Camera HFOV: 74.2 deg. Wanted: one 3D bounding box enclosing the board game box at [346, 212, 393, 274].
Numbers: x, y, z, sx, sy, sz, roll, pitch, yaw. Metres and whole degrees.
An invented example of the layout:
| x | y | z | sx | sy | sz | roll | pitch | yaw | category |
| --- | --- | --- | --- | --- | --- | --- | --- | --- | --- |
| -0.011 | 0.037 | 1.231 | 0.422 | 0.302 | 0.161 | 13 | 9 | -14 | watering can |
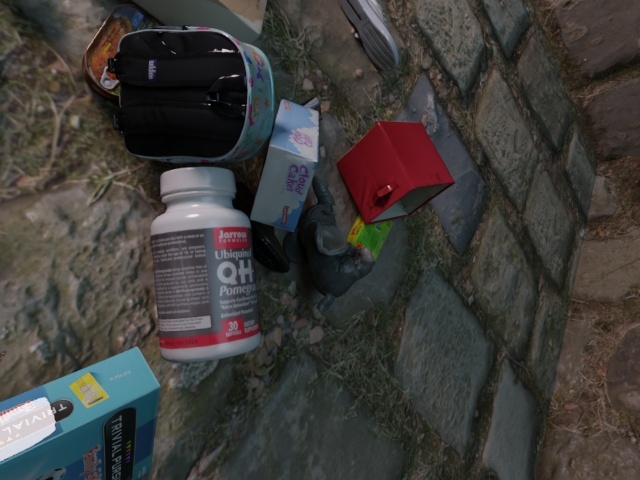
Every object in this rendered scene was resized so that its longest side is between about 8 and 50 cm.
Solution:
| x | y | z | sx | sy | sz | roll | pitch | yaw | category |
| --- | --- | --- | --- | --- | --- | --- | --- | --- | --- |
| 0.126 | -0.007 | 1.145 | 0.092 | 0.043 | 0.181 | 46 | 57 | -27 | board game box |

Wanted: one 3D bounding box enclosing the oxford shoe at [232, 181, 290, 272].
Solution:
| x | y | z | sx | sy | sz | roll | pitch | yaw | category |
| --- | --- | --- | --- | --- | --- | --- | --- | --- | --- |
| -0.124 | -0.029 | 0.903 | 0.227 | 0.082 | 0.096 | 57 | 48 | -21 | oxford shoe |

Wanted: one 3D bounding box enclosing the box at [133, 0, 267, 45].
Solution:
| x | y | z | sx | sy | sz | roll | pitch | yaw | category |
| --- | --- | --- | --- | --- | --- | --- | --- | --- | --- |
| -0.261 | -0.490 | 0.795 | 0.311 | 0.121 | 0.148 | 27 | 51 | -36 | box |

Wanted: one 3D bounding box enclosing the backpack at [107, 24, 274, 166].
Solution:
| x | y | z | sx | sy | sz | roll | pitch | yaw | category |
| --- | --- | --- | --- | --- | --- | --- | --- | --- | --- |
| -0.201 | -0.241 | 0.732 | 0.191 | 0.253 | 0.225 | -19 | 114 | -63 | backpack |

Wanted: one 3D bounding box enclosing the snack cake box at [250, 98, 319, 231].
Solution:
| x | y | z | sx | sy | sz | roll | pitch | yaw | category |
| --- | --- | --- | --- | --- | --- | --- | --- | --- | --- |
| -0.065 | -0.158 | 0.835 | 0.089 | 0.152 | 0.264 | 16 | 33 | -11 | snack cake box |

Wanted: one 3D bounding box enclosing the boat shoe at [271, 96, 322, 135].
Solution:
| x | y | z | sx | sy | sz | roll | pitch | yaw | category |
| --- | --- | --- | --- | --- | --- | --- | --- | --- | --- |
| -0.048 | -0.280 | 1.012 | 0.183 | 0.066 | 0.066 | -47 | 116 | -35 | boat shoe |

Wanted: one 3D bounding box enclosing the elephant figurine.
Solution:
| x | y | z | sx | sy | sz | roll | pitch | yaw | category |
| --- | --- | --- | --- | --- | --- | --- | --- | --- | --- |
| 0.000 | 0.000 | 0.979 | 0.239 | 0.169 | 0.186 | 52 | 13 | -15 | elephant figurine |

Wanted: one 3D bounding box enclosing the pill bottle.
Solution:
| x | y | z | sx | sy | sz | roll | pitch | yaw | category |
| --- | --- | --- | --- | --- | --- | --- | --- | --- | --- |
| -0.206 | 0.040 | 0.755 | 0.176 | 0.176 | 0.319 | -4 | 87 | -42 | pill bottle |

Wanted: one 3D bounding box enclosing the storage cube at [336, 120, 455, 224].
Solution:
| x | y | z | sx | sy | sz | roll | pitch | yaw | category |
| --- | --- | --- | --- | --- | --- | --- | --- | --- | --- |
| 0.191 | -0.176 | 1.097 | 0.214 | 0.183 | 0.193 | -11 | 71 | -41 | storage cube |

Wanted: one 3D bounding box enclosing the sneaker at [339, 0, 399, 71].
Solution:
| x | y | z | sx | sy | sz | roll | pitch | yaw | category |
| --- | --- | --- | --- | --- | --- | --- | --- | --- | --- |
| 0.160 | -0.621 | 1.222 | 0.091 | 0.094 | 0.258 | -49 | 115 | -29 | sneaker |

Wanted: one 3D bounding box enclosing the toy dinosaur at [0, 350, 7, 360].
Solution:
| x | y | z | sx | sy | sz | roll | pitch | yaw | category |
| --- | --- | --- | --- | --- | --- | --- | --- | --- | --- |
| -0.538 | 0.169 | 0.490 | 0.200 | 0.127 | 0.296 | 42 | 71 | -21 | toy dinosaur |

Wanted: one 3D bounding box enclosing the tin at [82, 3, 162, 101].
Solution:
| x | y | z | sx | sy | sz | roll | pitch | yaw | category |
| --- | --- | --- | --- | --- | --- | --- | --- | --- | --- |
| -0.353 | -0.339 | 0.770 | 0.106 | 0.040 | 0.190 | 32 | 64 | -30 | tin |

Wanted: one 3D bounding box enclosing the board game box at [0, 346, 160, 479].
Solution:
| x | y | z | sx | sy | sz | roll | pitch | yaw | category |
| --- | --- | --- | --- | --- | --- | --- | --- | --- | --- |
| -0.384 | 0.303 | 0.528 | 0.335 | 0.079 | 0.254 | -18 | 141 | -41 | board game box |
